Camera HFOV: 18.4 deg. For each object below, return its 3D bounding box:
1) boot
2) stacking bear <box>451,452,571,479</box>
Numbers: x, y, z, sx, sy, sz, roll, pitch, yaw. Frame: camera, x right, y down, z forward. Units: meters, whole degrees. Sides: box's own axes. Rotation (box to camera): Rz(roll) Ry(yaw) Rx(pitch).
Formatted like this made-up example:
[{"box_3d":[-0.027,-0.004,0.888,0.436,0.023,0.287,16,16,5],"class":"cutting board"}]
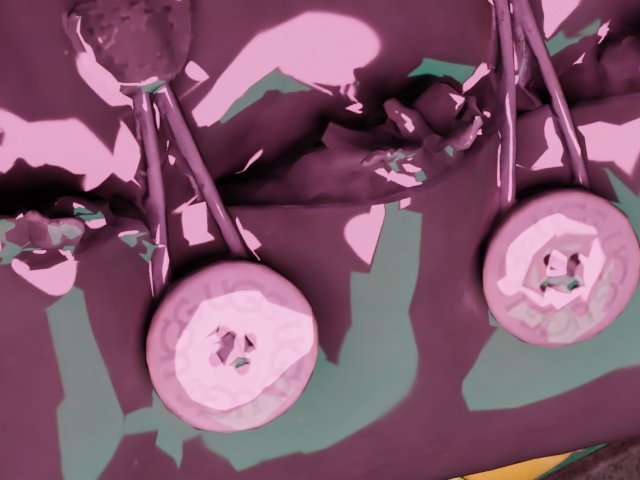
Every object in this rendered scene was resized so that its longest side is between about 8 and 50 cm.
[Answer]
[{"box_3d":[-0.004,0.055,0.532,0.445,0.146,0.367,-18,122,-18],"class":"boot"},{"box_3d":[0.065,0.048,0.874,0.289,0.164,0.175,-20,140,27],"class":"stacking bear"}]
